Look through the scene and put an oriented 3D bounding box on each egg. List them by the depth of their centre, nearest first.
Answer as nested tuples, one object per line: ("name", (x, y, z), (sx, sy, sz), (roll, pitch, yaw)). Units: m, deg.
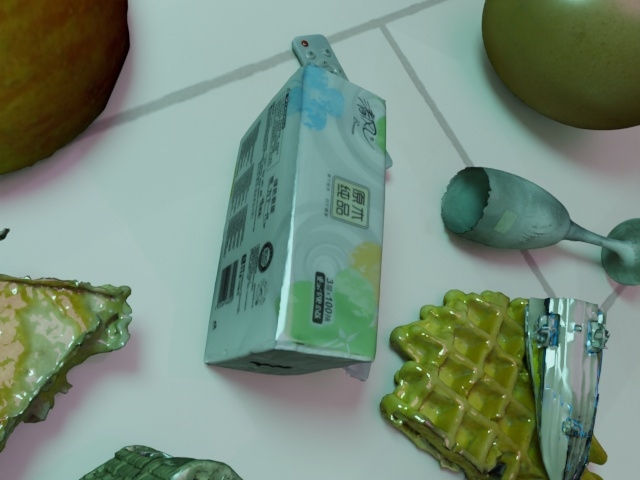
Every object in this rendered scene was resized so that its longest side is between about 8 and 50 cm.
("egg", (0.370, -0.281, 0.717), (0.322, 0.250, 0.250), (14, 68, -19))

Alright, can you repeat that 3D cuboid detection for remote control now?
("remote control", (0.022, -0.156, 0.619), (0.050, 0.027, 0.184), (-20, 80, -34))

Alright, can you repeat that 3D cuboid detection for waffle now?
("waffle", (0.205, 0.187, 0.583), (0.309, 0.065, 0.283), (-2, 74, -28))

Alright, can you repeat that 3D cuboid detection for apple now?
("apple", (-0.258, -0.219, 0.405), (0.179, 0.254, 0.346), (5, 65, 6))

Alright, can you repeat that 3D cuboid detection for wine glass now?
("wine glass", (0.330, 0.011, 0.609), (0.310, 0.264, 0.096), (14, 104, -25))

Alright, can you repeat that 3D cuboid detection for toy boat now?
("toy boat", (0.252, 0.154, 0.553), (0.084, 0.066, 0.210), (9, 73, 7))

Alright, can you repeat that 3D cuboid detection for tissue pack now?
("tissue pack", (0.000, 0.000, 0.474), (0.145, 0.159, 0.229), (14, 67, -25))

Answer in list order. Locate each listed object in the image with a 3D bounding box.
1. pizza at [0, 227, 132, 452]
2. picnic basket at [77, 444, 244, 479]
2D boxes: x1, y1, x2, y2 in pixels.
("pizza", (-0.260, 0.104, 0.349), (0.288, 0.075, 0.280), (-18, 88, -30))
("picnic basket", (-0.114, 0.210, 0.320), (0.154, 0.196, 0.134), (-25, 86, -33))
